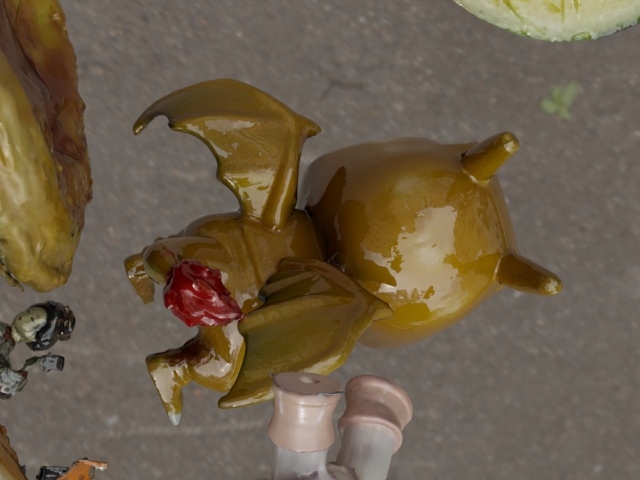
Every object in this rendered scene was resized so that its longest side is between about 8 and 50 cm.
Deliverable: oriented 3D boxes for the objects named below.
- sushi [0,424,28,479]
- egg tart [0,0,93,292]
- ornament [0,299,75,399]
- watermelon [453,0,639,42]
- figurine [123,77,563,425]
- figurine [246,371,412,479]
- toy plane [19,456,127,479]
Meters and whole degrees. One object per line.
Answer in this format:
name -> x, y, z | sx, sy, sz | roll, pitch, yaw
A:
sushi -> -0.202, 0.097, 0.366 | 0.274, 0.139, 0.184 | -29, 132, -15
egg tart -> -0.319, -0.157, 1.389 | 0.178, 0.443, 0.443 | -13, 122, 1
ornament -> -0.293, 0.100, 1.391 | 0.196, 0.153, 0.166 | -29, 82, -28
watermelon -> 0.068, -0.113, 0.467 | 0.105, 0.062, 0.105 | -2, 110, -6
figurine -> 0.010, 0.030, 1.546 | 0.387, 0.401, 0.268 | -16, 128, -4
figurine -> -0.004, 0.218, 0.991 | 0.133, 0.200, 0.276 | 10, 87, -75
toy plane -> -0.306, 0.274, 1.817 | 0.188, 0.062, 0.135 | 18, 137, -7
